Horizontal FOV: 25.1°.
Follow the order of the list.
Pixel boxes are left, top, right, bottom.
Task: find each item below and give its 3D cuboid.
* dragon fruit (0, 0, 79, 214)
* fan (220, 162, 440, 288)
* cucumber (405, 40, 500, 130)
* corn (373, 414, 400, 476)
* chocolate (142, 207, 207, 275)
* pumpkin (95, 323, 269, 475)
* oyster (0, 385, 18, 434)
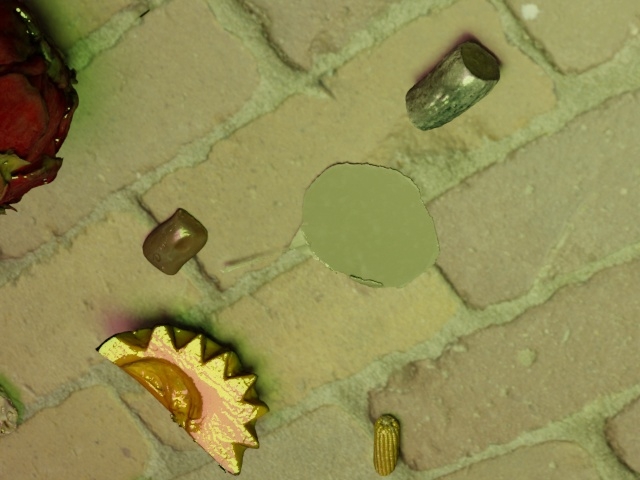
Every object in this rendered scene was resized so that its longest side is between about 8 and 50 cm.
[{"bbox_3d":[-0.457,-0.162,1.711,0.329,0.329,0.329,12,125,18],"label":"dragon fruit"},{"bbox_3d":[0.000,0.000,1.798,0.310,0.010,0.182,-15,112,29],"label":"fan"},{"bbox_3d":[0.144,-0.168,1.597,0.064,0.064,0.112,45,130,-7],"label":"cucumber"},{"bbox_3d":[0.088,0.275,1.920,0.037,0.037,0.092,14,128,16],"label":"corn"},{"bbox_3d":[-0.192,0.008,1.882,0.064,0.031,0.100,44,127,-12],"label":"chocolate"},{"bbox_3d":[-0.172,0.185,1.962,0.254,0.149,0.130,42,88,-5],"label":"pumpkin"},{"bbox_3d":[-0.531,0.234,2.171,0.165,0.053,0.108,16,145,6],"label":"oyster"}]
